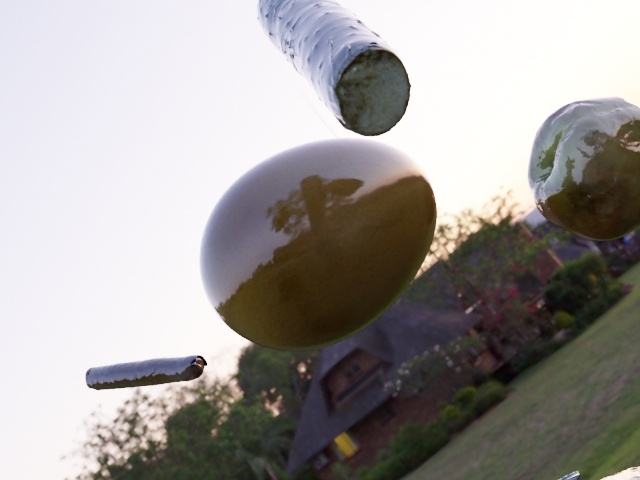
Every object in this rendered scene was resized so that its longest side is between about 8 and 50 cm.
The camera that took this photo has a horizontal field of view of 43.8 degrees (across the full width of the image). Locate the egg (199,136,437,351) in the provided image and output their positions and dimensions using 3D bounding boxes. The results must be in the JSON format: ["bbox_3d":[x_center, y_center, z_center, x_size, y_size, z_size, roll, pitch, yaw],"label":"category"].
[{"bbox_3d":[0.000,0.000,1.017,0.322,0.250,0.250,-31,-11,-4],"label":"egg"}]

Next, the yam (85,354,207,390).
[{"bbox_3d":[-0.289,0.217,1.305,0.264,0.046,0.046,-12,7,35],"label":"yam"}]

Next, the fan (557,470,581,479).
[{"bbox_3d":[0.172,0.367,0.984,0.335,0.011,0.229,-33,-7,12],"label":"fan"}]

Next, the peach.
[{"bbox_3d":[0.437,-0.103,1.187,0.235,0.214,0.214,5,-18,-3],"label":"peach"}]

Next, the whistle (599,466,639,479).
[{"bbox_3d":[0.220,0.282,0.473,0.189,0.189,0.348,109,174,-70],"label":"whistle"}]

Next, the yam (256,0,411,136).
[{"bbox_3d":[0.002,-0.177,0.717,0.083,0.083,0.371,-41,29,8],"label":"yam"}]
